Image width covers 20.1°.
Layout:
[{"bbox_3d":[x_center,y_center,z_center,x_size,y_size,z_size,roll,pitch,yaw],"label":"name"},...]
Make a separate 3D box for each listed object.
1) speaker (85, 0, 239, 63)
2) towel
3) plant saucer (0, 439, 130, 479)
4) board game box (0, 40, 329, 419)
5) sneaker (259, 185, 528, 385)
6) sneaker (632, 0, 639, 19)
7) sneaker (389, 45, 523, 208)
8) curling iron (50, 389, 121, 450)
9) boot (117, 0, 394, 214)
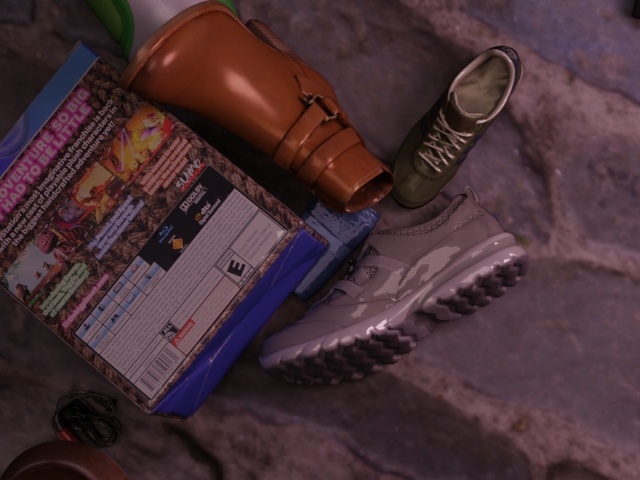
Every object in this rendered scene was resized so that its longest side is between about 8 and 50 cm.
[{"bbox_3d":[-0.210,-0.304,1.807,0.131,0.131,0.296,-37,84,2],"label":"speaker"},{"bbox_3d":[0.000,0.000,1.818,0.067,0.029,0.119,42,90,6],"label":"towel"},{"bbox_3d":[-0.258,0.284,1.803,0.168,0.029,0.168,1,95,17],"label":"plant saucer"},{"bbox_3d":[-0.182,-0.006,1.761,0.291,0.141,0.232,40,90,14],"label":"board game box"},{"bbox_3d":[0.062,0.050,1.791,0.281,0.105,0.115,-27,64,0],"label":"sneaker"},{"bbox_3d":[0.371,-0.257,1.791,0.170,0.051,0.089,8,92,9],"label":"sneaker"},{"bbox_3d":[0.130,-0.117,1.785,0.064,0.086,0.192,38,90,6],"label":"sneaker"},{"bbox_3d":[-0.182,0.266,1.813,0.068,0.035,0.274,-32,84,2],"label":"curling iron"},{"bbox_3d":[-0.053,-0.109,1.709,0.109,0.283,0.220,-45,76,16],"label":"boot"}]
